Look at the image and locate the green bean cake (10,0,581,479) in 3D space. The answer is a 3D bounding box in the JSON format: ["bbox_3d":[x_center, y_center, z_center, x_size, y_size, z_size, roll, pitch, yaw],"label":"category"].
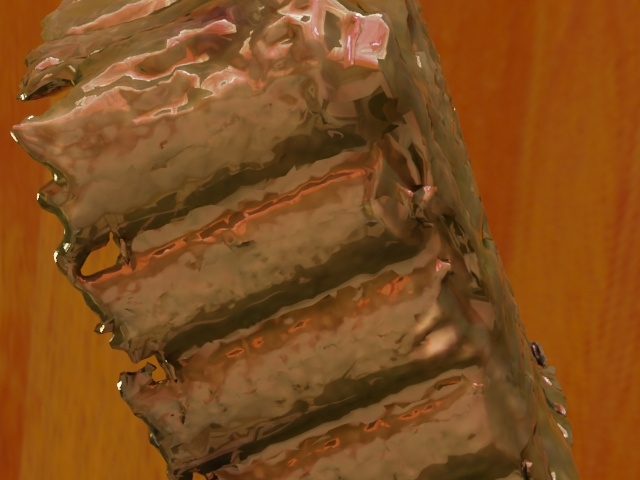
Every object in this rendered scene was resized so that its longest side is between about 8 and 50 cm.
[{"bbox_3d":[0.000,0.000,0.501,0.094,0.181,0.173,-20,108,7],"label":"green bean cake"}]
